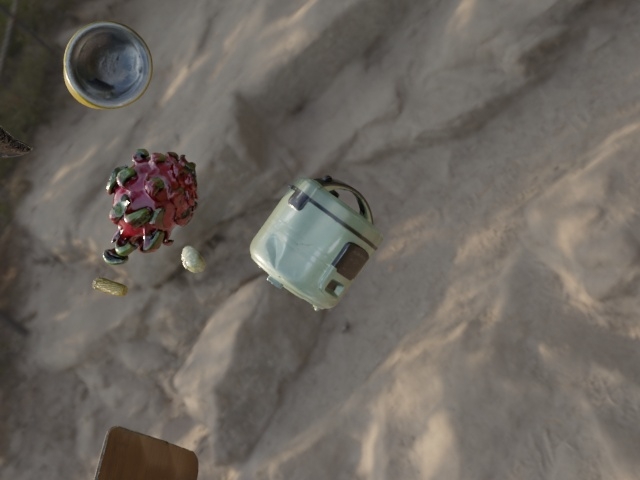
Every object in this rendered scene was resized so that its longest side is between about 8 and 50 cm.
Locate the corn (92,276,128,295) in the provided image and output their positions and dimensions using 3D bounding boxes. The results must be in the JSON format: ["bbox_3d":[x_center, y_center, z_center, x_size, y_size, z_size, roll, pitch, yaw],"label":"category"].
[{"bbox_3d":[-0.408,0.089,1.542,0.083,0.028,0.027,12,102,26],"label":"corn"}]

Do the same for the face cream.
[{"bbox_3d":[-0.301,-0.233,1.103,0.105,0.105,0.348,-50,20,-5],"label":"face cream"}]

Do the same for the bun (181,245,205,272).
[{"bbox_3d":[-0.370,0.059,2.304,0.055,0.086,0.086,-38,22,-18],"label":"bun"}]

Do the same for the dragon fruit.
[{"bbox_3d":[-0.374,-0.068,1.779,0.218,0.198,0.273,-84,4,-61],"label":"dragon fruit"}]

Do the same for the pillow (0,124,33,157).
[{"bbox_3d":[-0.706,-0.216,1.648,0.141,0.208,0.055,-8,71,7],"label":"pillow"}]

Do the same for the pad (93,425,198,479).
[{"bbox_3d":[-0.341,0.522,1.523,0.018,0.284,0.287,-3,64,31],"label":"pad"}]

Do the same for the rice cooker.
[{"bbox_3d":[0.000,0.000,1.573,0.244,0.226,0.226,-56,26,-3],"label":"rice cooker"}]
